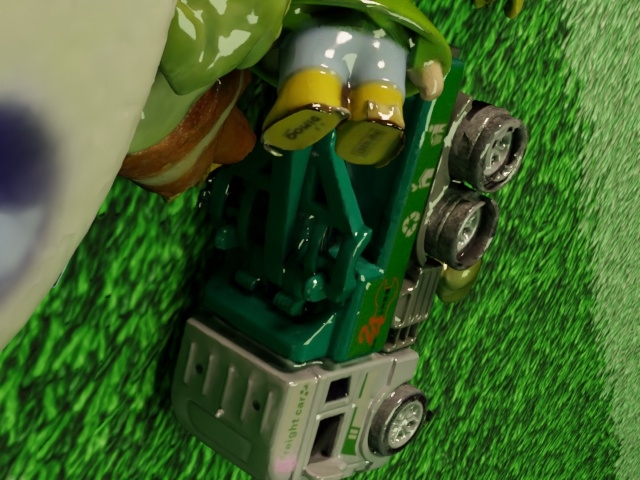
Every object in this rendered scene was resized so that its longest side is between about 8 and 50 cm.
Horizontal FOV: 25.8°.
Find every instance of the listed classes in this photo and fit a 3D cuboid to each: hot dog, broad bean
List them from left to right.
[{"bbox_3d":[-0.093,-0.090,0.801,0.123,0.093,0.261,-64,154,0],"label":"hot dog"},{"bbox_3d":[0.137,0.032,1.399,0.063,0.045,0.083,-59,161,-8],"label":"broad bean"}]

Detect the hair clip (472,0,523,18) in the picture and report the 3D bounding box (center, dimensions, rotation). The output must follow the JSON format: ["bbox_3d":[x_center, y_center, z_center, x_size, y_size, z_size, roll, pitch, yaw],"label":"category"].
[{"bbox_3d":[0.196,-0.272,1.235,0.173,0.046,0.072,-52,155,-28],"label":"hair clip"}]

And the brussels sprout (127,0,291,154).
[{"bbox_3d":[-0.099,-0.155,0.585,0.244,0.244,0.244,-43,147,-37],"label":"brussels sprout"}]

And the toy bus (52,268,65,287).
[{"bbox_3d":[-0.175,0.000,0.785,0.038,0.046,0.083,-65,157,1],"label":"toy bus"}]

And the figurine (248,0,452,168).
[{"bbox_3d":[0.014,-0.166,0.799,0.143,0.162,0.263,121,-25,-57],"label":"figurine"}]

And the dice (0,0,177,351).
[{"bbox_3d":[-0.217,-0.101,0.358,0.304,0.277,0.304,-17,129,-54],"label":"dice"}]

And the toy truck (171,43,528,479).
[{"bbox_3d":[0.004,0.001,0.998,0.178,0.177,0.363,-14,125,-47],"label":"toy truck"}]
